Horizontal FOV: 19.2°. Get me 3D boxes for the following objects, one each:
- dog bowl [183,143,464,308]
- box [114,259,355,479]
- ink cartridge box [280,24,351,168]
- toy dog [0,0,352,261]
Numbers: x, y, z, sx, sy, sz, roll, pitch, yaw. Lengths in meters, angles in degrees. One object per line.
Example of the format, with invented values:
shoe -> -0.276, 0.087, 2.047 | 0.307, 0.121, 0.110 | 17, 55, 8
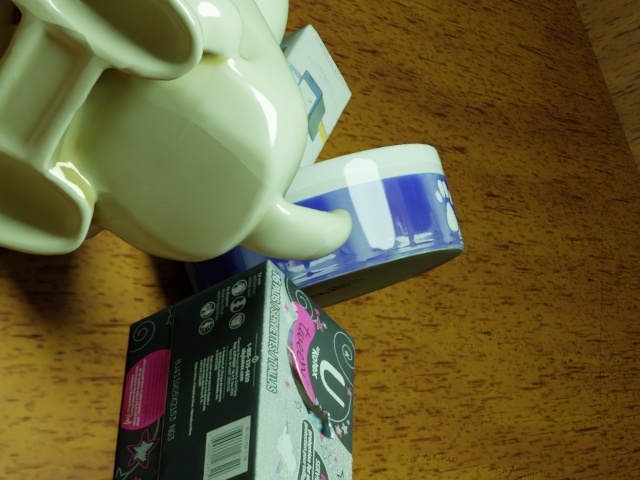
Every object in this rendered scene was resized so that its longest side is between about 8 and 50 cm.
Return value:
dog bowl -> 0.000, 0.000, 1.813 | 0.265, 0.265, 0.104 | -1, 72, -64
box -> -0.069, 0.171, 1.641 | 0.142, 0.163, 0.247 | 44, 33, -37
ink cartridge box -> -0.074, -0.113, 1.896 | 0.093, 0.154, 0.212 | 60, 24, -16
toy dog -> -0.129, -0.178, 1.628 | 0.395, 0.284, 0.408 | 21, 28, -8
